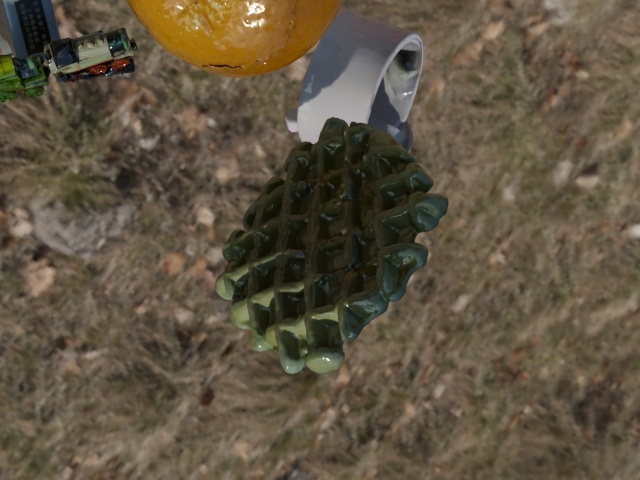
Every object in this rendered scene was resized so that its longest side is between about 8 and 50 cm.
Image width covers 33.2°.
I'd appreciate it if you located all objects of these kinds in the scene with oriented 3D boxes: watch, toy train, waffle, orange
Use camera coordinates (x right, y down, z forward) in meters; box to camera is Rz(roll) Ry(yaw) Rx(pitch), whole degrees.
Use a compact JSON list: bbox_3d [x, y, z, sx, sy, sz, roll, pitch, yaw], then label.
[{"bbox_3d":[0.049,-0.225,1.523,0.244,0.196,0.231,-59,159,-30],"label":"watch"},{"bbox_3d":[-0.356,-0.218,1.362,0.250,0.053,0.085,-16,172,-5],"label":"toy train"},{"bbox_3d":[0.000,0.000,1.233,0.056,0.309,0.291,34,95,-40],"label":"waffle"},{"bbox_3d":[-0.080,-0.265,1.009,0.193,0.219,0.219,-87,-165,-54],"label":"orange"}]

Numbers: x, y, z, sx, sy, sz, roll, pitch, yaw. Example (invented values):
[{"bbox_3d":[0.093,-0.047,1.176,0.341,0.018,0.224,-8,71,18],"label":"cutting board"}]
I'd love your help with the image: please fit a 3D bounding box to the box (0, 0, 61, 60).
[{"bbox_3d":[-0.418,-0.368,1.427,0.067,0.155,0.242,-21,121,-24],"label":"box"}]
